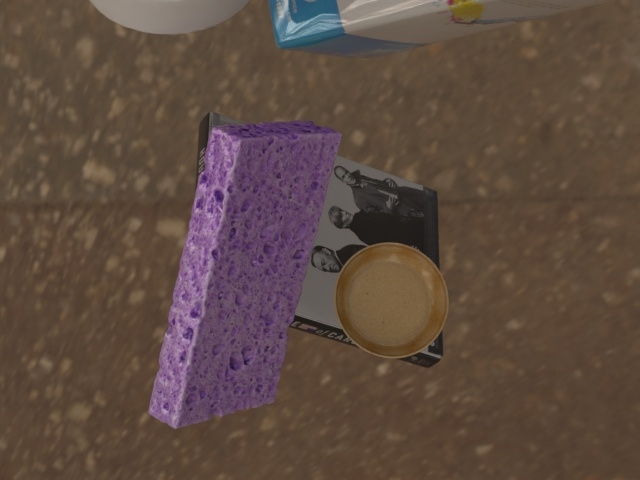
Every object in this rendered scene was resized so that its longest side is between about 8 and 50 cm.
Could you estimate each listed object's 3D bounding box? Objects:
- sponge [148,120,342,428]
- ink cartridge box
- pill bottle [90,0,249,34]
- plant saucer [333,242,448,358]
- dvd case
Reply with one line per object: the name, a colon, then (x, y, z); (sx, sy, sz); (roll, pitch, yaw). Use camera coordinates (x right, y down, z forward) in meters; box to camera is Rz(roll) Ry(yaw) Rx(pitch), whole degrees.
sponge: (-0.053, 0.021, 1.201); (0.117, 0.031, 0.210); (-7, 115, -55)
ink cartridge box: (0.109, -0.271, 1.379); (0.270, 0.197, 0.198); (-10, 88, 26)
pill bottle: (-0.106, -0.286, 1.169); (0.160, 0.283, 0.160); (1, 50, -1)
plant saucer: (0.049, 0.044, 1.230); (0.083, 0.015, 0.083); (2, 77, -10)
dvd case: (0.000, 0.000, 1.504); (0.239, 0.029, 0.179); (18, 54, -25)
